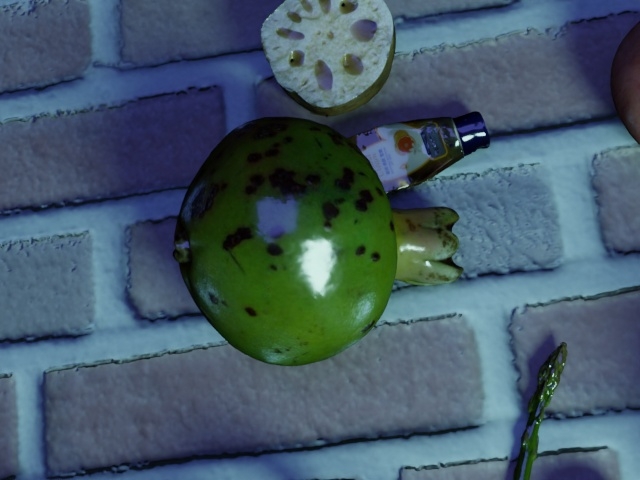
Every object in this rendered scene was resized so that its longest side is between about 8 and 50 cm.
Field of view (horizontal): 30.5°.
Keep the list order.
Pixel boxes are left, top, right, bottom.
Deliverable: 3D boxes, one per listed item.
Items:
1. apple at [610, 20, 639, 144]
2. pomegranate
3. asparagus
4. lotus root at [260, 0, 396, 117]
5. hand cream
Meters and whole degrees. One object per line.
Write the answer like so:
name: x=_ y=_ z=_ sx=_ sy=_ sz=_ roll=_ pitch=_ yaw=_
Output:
apple: x=0.318 y=-0.134 z=0.969 sx=0.153 sy=0.120 sz=0.154 roll=-3 pitch=72 yaw=10
pomegranate: x=0.000 y=0.000 z=0.964 sx=0.247 sy=0.202 sz=0.202 roll=-1 pitch=69 yaw=-21
asparagus: x=0.162 y=0.191 z=0.942 sx=0.023 sy=0.022 sz=0.233 roll=7 pitch=73 yaw=36
lotus root: x=0.013 y=-0.168 z=1.060 sx=0.122 sy=0.081 sz=0.112 roll=-45 pitch=71 yaw=-6
hand cream: x=0.068 y=-0.073 z=1.042 sx=0.163 sy=0.039 sz=0.062 roll=-19 pitch=85 yaw=6
